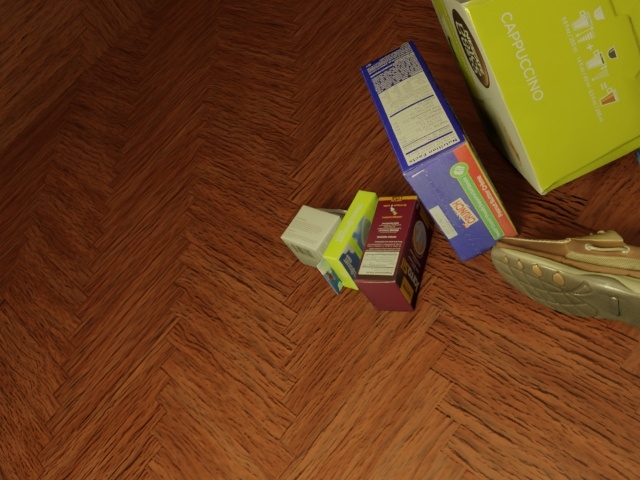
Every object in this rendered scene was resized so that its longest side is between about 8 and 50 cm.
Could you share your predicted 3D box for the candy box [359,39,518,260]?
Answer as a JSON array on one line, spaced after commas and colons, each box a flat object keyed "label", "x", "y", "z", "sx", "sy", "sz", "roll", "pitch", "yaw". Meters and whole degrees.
[{"label": "candy box", "x": 0.209, "y": -0.162, "z": 1.238, "sx": 0.122, "sy": 0.268, "sz": 0.317, "roll": -27, "pitch": 46, "yaw": 14}]

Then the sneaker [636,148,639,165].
[{"label": "sneaker", "x": 0.576, "y": -0.204, "z": 1.185, "sx": 0.069, "sy": 0.082, "sz": 0.209, "roll": -9, "pitch": 49, "yaw": 27}]

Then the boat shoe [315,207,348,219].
[{"label": "boat shoe", "x": 0.029, "y": -0.046, "z": 1.423, "sx": 0.100, "sy": 0.035, "sz": 0.035, "roll": 5, "pitch": 85, "yaw": 30}]

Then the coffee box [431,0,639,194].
[{"label": "coffee box", "x": 0.415, "y": -0.339, "z": 1.145, "sx": 0.338, "sy": 0.337, "sz": 0.334, "roll": -26, "pitch": 23, "yaw": 10}]

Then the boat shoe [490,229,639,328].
[{"label": "boat shoe", "x": 0.426, "y": 0.048, "z": 1.051, "sx": 0.324, "sy": 0.123, "sz": 0.116, "roll": 18, "pitch": 61, "yaw": 29}]

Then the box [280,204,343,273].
[{"label": "box", "x": 0.000, "y": 0.000, "z": 1.350, "sx": 0.101, "sy": 0.102, "sz": 0.087, "roll": 19, "pitch": 68, "yaw": 41}]

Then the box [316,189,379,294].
[{"label": "box", "x": 0.068, "y": 0.007, "z": 1.297, "sx": 0.042, "sy": 0.109, "sz": 0.178, "roll": 13, "pitch": 62, "yaw": 36}]

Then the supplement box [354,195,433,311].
[{"label": "supplement box", "x": 0.137, "y": 0.023, "z": 1.246, "sx": 0.081, "sy": 0.104, "sz": 0.188, "roll": -1, "pitch": 55, "yaw": 30}]
